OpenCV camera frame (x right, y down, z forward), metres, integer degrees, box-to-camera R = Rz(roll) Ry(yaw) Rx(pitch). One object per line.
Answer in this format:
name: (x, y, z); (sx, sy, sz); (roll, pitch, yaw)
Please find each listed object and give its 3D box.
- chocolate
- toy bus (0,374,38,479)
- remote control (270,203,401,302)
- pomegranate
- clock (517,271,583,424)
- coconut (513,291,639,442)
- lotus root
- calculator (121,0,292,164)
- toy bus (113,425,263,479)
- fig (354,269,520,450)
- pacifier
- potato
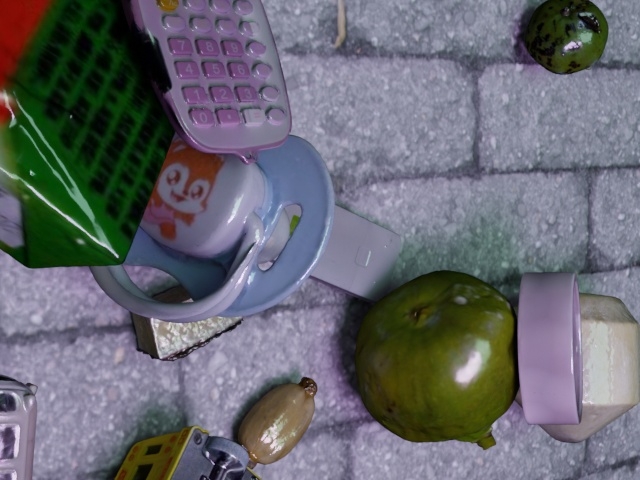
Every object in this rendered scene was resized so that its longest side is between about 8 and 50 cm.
chocolate: (-0.295, -0.190, 1.075); (0.341, 0.161, 0.360); (41, 46, -31)
toy bus: (-0.376, 0.276, 1.092); (0.179, 0.143, 0.305); (6, 86, -29)
remote control: (0.000, 0.000, 1.445); (0.250, 0.034, 0.103); (23, 79, -36)
pomegranate: (0.369, -0.297, 1.666); (0.161, 0.122, 0.122); (39, 67, -60)
clock: (0.298, 0.139, 1.443); (0.197, 0.068, 0.196); (-2, 90, -73)
coconut: (0.365, 0.184, 1.628); (0.202, 0.202, 0.222); (3, 88, -37)
lotus root: (-0.058, 0.232, 1.398); (0.150, 0.062, 0.073); (-46, 111, -26)
calculator: (-0.119, -0.212, 1.130); (0.194, 0.043, 0.294); (-10, 81, -54)
toy bus: (-0.097, 0.367, 1.314); (0.330, 0.152, 0.144); (48, 46, -27)
fig: (0.158, 0.194, 1.469); (0.233, 0.233, 0.314); (-24, 125, -34)
pacifier: (-0.110, -0.020, 1.250); (0.244, 0.299, 0.233); (-62, 154, 1)
potato: (-0.155, 0.088, 1.304); (0.122, 0.086, 0.061); (-25, 110, -27)
